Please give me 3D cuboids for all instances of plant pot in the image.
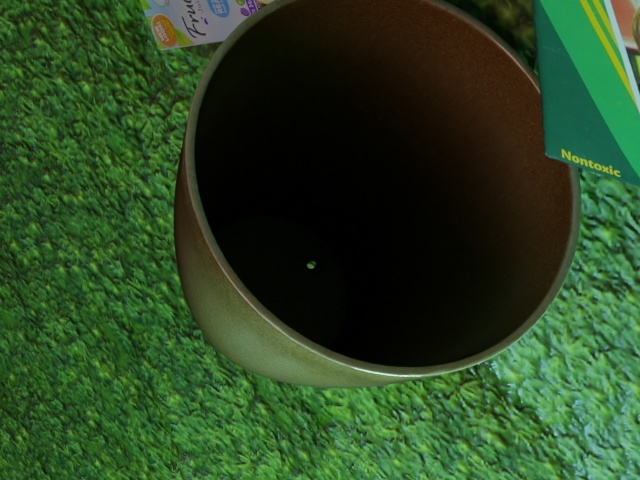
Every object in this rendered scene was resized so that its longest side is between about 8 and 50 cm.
[{"bbox_3d":[0.000,0.000,0.914,0.237,0.237,0.254,50,153,2],"label":"plant pot"}]

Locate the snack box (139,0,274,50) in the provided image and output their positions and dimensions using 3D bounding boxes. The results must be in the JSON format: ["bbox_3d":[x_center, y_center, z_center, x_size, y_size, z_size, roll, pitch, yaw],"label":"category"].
[{"bbox_3d":[-0.070,-0.186,0.964,0.141,0.037,0.100,0,117,43],"label":"snack box"}]

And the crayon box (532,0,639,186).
[{"bbox_3d":[0.262,-0.123,0.594,0.363,0.106,0.313,21,147,30],"label":"crayon box"}]
